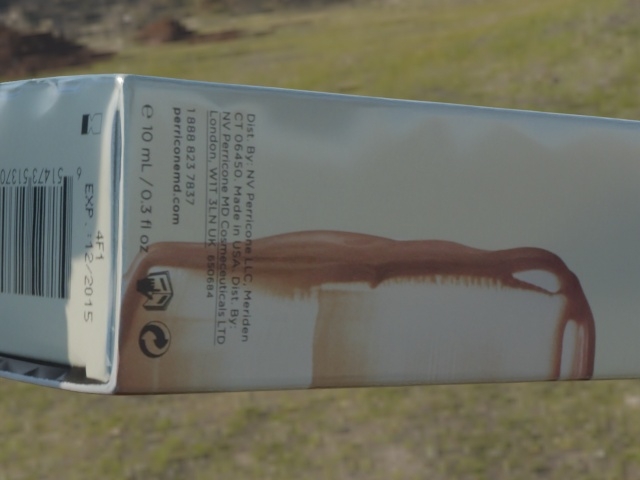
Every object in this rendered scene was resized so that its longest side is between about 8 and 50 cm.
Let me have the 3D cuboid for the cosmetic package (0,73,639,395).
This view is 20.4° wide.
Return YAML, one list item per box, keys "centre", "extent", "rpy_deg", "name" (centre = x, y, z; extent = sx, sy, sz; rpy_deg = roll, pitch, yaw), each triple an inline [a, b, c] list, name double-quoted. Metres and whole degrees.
- centre: [0.000, 0.000, 0.812]
  extent: [0.296, 0.129, 0.153]
  rpy_deg: [1, 0, -35]
  name: "cosmetic package"
